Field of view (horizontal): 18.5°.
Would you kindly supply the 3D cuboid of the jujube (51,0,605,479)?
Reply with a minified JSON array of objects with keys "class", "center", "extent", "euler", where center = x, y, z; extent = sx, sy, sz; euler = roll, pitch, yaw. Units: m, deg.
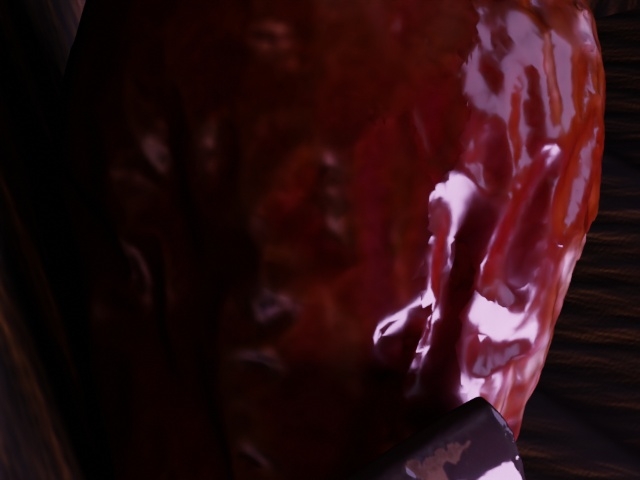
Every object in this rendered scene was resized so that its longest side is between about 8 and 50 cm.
[{"class":"jujube","center":[0.000,0.000,0.644],"extent":[0.190,0.190,0.255],"euler":[51,43,-73]}]

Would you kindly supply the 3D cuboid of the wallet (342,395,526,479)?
[{"class":"wallet","center":[-0.001,0.113,0.558],"extent":[0.018,0.156,0.082],"euler":[19,-48,57]}]
